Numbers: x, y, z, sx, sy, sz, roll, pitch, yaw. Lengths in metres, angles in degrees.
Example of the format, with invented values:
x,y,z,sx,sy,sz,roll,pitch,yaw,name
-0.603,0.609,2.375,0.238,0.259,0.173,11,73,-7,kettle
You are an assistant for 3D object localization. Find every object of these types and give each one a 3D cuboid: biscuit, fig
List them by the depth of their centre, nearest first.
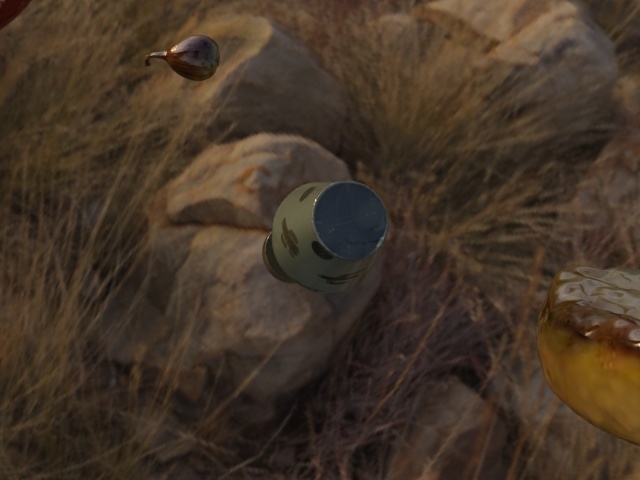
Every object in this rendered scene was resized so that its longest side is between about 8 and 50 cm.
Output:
x,y,z,sx,sy,sz,roll,pitch,yaw,name
0.264,0.080,0.646,0.274,0.091,0.213,9,19,27,biscuit
-0.151,-0.198,1.132,0.083,0.050,0.050,-1,47,2,fig

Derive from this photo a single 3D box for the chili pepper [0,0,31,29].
x,y,z,sx,sy,sz,roll,pitch,yaw,name
-0.304,-0.259,0.916,0.137,0.368,0.091,-1,54,-30,chili pepper

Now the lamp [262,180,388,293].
x,y,z,sx,sy,sz,roll,pitch,yaw,name
0.000,0.000,1.118,0.121,0.215,0.121,4,77,-18,lamp
